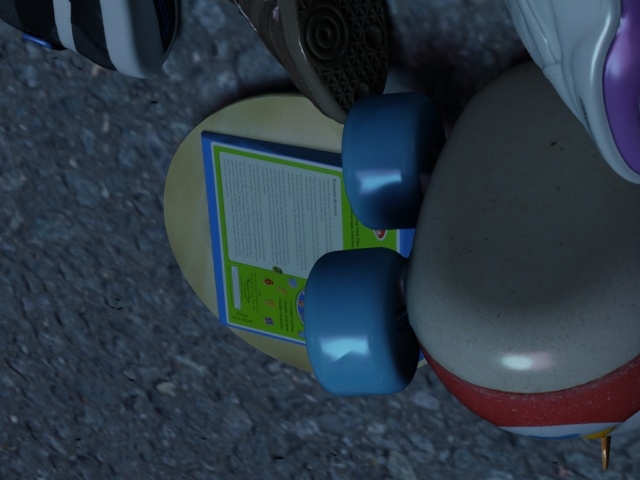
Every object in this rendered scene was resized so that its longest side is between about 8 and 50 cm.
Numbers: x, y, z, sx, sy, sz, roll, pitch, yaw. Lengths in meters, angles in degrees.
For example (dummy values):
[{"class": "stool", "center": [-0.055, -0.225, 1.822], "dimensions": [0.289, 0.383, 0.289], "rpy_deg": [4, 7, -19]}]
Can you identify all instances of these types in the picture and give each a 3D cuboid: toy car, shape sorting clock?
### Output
[{"class": "toy car", "center": [0.138, 0.047, 0.805], "dimensions": [0.219, 0.210, 0.238], "rpy_deg": [-5, 137, 20]}, {"class": "shape sorting clock", "center": [0.000, 0.000, 0.944], "dimensions": [0.206, 0.040, 0.206], "rpy_deg": [15, 128, 20]}]

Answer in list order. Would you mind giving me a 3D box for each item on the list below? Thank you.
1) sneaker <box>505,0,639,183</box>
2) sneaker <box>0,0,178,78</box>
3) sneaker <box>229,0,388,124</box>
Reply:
[{"class": "sneaker", "center": [0.098, -0.166, 0.636], "dimensions": [0.152, 0.114, 0.305], "rpy_deg": [-123, 12, -50]}, {"class": "sneaker", "center": [-0.152, -0.189, 0.848], "dimensions": [0.121, 0.079, 0.217], "rpy_deg": [15, 134, 18]}, {"class": "sneaker", "center": [-0.025, -0.149, 0.831], "dimensions": [0.071, 0.066, 0.188], "rpy_deg": [2, 124, 50]}]
